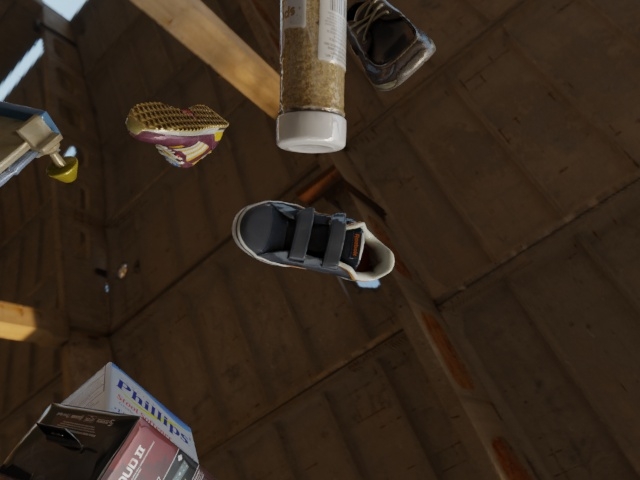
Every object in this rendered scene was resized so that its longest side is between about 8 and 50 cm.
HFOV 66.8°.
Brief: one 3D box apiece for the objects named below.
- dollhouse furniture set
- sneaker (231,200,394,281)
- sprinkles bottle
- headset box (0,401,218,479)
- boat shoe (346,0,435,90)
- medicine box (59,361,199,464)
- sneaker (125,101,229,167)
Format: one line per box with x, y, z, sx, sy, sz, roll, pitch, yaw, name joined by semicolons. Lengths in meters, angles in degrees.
-0.519;-0.036;0.677;0.303;0.198;0.286;13;-127;19;dollhouse furniture set
0.000;0.000;0.916;0.127;0.321;0.126;-7;-109;57;sneaker
-0.013;-0.334;0.830;0.121;0.121;0.356;1;-90;35;sprinkles bottle
-0.266;0.337;0.662;0.218;0.293;0.110;-9;-141;35;headset box
0.108;-0.396;0.950;0.132;0.130;0.355;-44;-153;13;boat shoe
-0.381;0.426;0.960;0.149;0.263;0.289;-42;-156;-8;medicine box
-0.192;-0.132;0.648;0.069;0.185;0.084;38;-67;10;sneaker
